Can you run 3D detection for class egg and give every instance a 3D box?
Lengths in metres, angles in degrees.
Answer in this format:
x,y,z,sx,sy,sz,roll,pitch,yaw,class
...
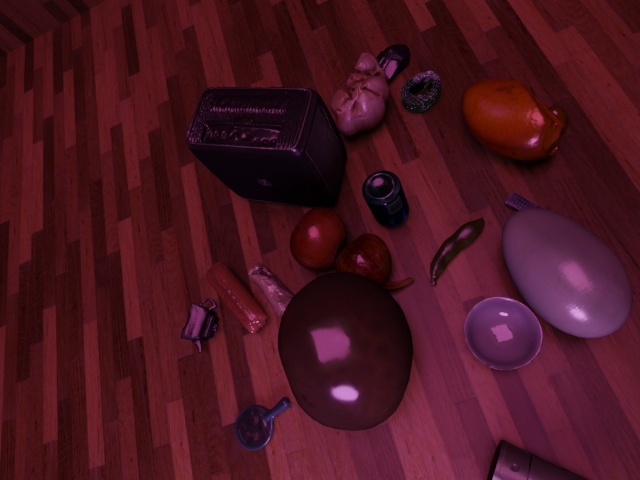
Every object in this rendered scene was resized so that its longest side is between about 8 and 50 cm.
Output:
x,y,z,sx,sy,sz,roll,pitch,yaw,class
0.609,0.070,1.081,0.230,0.230,0.370,-28,59,6,egg

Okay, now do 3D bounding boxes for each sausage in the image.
x,y,z,sx,sy,sz,roll,pitch,yaw,class
-0.281,0.183,1.410,0.086,0.086,0.289,-45,63,-2,sausage

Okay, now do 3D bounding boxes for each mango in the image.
x,y,z,sx,sy,sz,roll,pitch,yaw,class
0.561,-0.378,1.287,0.199,0.201,0.350,-34,54,-15,mango

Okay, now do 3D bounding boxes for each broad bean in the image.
x,y,z,sx,sy,sz,roll,pitch,yaw,class
0.398,0.020,1.270,0.065,0.046,0.254,41,88,19,broad bean

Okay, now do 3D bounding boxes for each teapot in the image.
x,y,z,sx,sy,sz,roll,pitch,yaw,class
-0.385,0.280,1.411,0.096,0.087,0.177,11,74,16,teapot

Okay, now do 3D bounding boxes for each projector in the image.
x,y,z,sx,sy,sz,roll,pitch,yaw,class
-0.150,-0.293,1.364,0.396,0.405,0.241,9,74,21,projector

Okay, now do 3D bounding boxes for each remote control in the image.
x,y,z,sx,sy,sz,roll,pitch,yaw,class
0.620,-0.085,1.248,0.152,0.027,0.043,40,93,28,remote control

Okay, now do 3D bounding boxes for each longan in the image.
x,y,z,sx,sy,sz,roll,pitch,yaw,class
0.069,0.279,1.103,0.337,0.405,0.404,-19,65,24,longan

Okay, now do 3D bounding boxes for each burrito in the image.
x,y,z,sx,sy,sz,roll,pitch,yaw,class
-0.153,0.165,1.389,0.087,0.060,0.226,-42,64,-5,burrito

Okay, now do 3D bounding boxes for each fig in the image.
x,y,z,sx,sy,sz,roll,pitch,yaw,class
0.715,-0.366,1.296,0.074,0.074,0.088,-41,80,0,fig
0.152,0.091,1.272,0.175,0.175,0.207,-39,83,2,fig

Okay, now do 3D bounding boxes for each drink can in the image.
x,y,z,sx,sy,sz,roll,pitch,yaw,class
0.202,-0.120,1.298,0.118,0.205,0.118,-7,67,17,drink can

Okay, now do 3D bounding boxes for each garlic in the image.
x,y,z,sx,sy,sz,roll,pitch,yaw,class
0.148,-0.490,1.455,0.185,0.203,0.281,34,87,8,garlic

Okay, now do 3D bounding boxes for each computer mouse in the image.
x,y,z,sx,sy,sz,roll,pitch,yaw,class
0.252,-0.652,1.556,0.106,0.062,0.192,39,84,26,computer mouse

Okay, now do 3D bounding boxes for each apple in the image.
x,y,z,sx,sy,sz,roll,pitch,yaw,class
0.000,0.000,1.332,0.162,0.201,0.201,34,84,13,apple

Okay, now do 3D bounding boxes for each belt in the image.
x,y,z,sx,sy,sz,roll,pitch,yaw,class
0.347,-0.519,1.466,0.151,0.079,0.121,-41,64,0,belt

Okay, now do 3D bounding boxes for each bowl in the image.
x,y,z,sx,sy,sz,roll,pitch,yaw,class
0.483,0.251,1.136,0.189,0.086,0.188,-6,70,18,bowl

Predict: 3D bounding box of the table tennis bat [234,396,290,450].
x,y,z,sx,sy,sz,roll,pitch,yaw,class
-0.171,0.539,1.275,0.201,0.033,0.124,-40,65,6,table tennis bat

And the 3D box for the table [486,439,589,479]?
x,y,z,sx,sy,sz,roll,pitch,yaw,class
0.513,0.574,0.985,0.220,0.126,0.126,19,77,23,table
